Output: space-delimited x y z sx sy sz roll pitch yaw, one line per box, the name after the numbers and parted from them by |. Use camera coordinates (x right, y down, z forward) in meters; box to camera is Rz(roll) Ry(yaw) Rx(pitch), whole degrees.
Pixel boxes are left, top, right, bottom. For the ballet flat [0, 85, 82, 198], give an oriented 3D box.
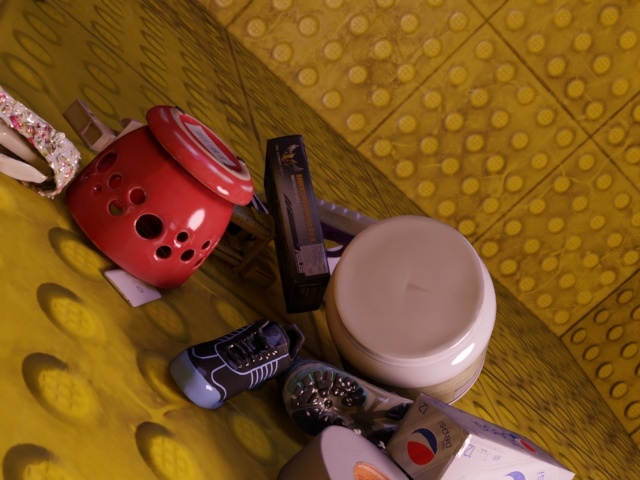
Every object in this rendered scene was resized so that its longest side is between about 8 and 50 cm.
-0.371 -0.128 1.027 0.241 0.091 0.077 34 40 -33 | ballet flat

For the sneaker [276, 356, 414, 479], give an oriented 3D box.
0.060 0.227 1.231 0.283 0.110 0.122 35 -1 -27 | sneaker

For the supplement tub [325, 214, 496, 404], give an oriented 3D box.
0.131 0.114 1.344 0.235 0.235 0.325 51 -8 20 | supplement tub

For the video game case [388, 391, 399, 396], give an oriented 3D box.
0.096 0.252 1.315 0.087 0.122 0.011 43 57 -15 | video game case

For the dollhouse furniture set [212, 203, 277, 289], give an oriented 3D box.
-0.136 -0.039 1.447 0.182 0.101 0.161 33 18 -46 | dollhouse furniture set

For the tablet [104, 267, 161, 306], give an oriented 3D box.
-0.223 0.053 1.103 0.054 0.006 0.083 48 13 6 | tablet

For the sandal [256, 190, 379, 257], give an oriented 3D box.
-0.012 -0.007 1.601 0.169 0.102 0.416 32 -10 -31 | sandal

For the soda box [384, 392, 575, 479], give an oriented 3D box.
0.215 0.292 1.210 0.286 0.091 0.098 29 5 -44 | soda box

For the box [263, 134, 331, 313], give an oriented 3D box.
-0.040 -0.020 1.423 0.183 0.056 0.231 104 -23 -70 | box

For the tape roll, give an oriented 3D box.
0.052 0.316 1.036 0.219 0.072 0.219 44 13 -13 | tape roll

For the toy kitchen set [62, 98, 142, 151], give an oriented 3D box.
-0.316 -0.177 1.370 0.075 0.068 0.083 50 13 16 | toy kitchen set

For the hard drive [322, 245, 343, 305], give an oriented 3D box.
0.140 0.081 1.743 0.318 0.040 0.210 -15 57 -39 | hard drive

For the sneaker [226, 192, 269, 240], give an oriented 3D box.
-0.169 -0.094 1.560 0.217 0.079 0.121 51 12 13 | sneaker

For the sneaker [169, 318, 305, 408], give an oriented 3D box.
-0.092 0.134 1.084 0.081 0.090 0.232 49 13 12 | sneaker

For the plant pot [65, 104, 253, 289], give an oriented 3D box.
-0.195 -0.062 1.161 0.191 0.174 0.191 41 13 -12 | plant pot
